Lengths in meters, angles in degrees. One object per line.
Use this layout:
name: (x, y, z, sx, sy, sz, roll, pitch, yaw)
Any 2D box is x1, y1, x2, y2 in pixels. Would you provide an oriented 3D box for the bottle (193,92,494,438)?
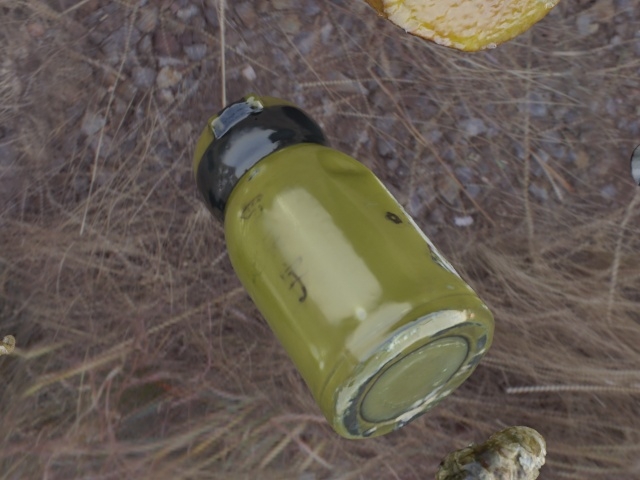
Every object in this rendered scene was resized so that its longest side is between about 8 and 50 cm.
bottle: (0.000, 0.000, 0.884, 0.172, 0.351, 0.171, -24, 146, -17)

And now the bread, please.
bread: (0.179, -0.368, 1.111, 0.312, 0.172, 0.312, -14, 148, -9)

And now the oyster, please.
oyster: (0.250, 0.392, 1.361, 0.166, 0.294, 0.094, 9, 137, 3)

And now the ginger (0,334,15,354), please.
ginger: (-0.506, 0.150, 1.126, 0.123, 0.270, 0.218, -26, 86, 28)

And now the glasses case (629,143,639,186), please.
glasses case: (0.511, -0.102, 1.042, 0.114, 0.299, 0.060, -18, 100, -41)
